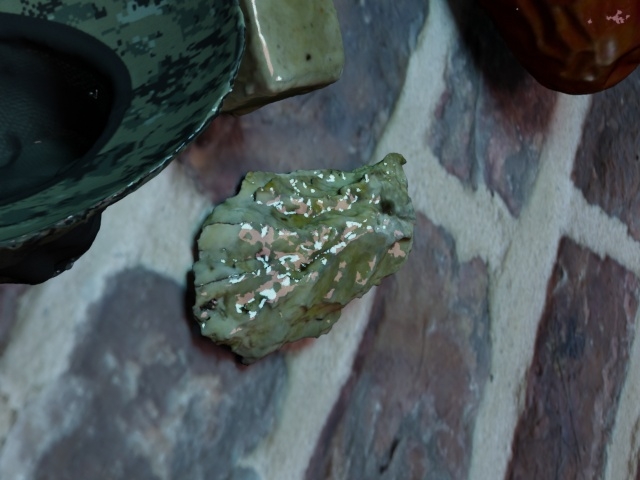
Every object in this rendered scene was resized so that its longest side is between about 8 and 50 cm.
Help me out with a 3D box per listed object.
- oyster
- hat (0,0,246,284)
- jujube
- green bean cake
[{"bbox_3d":[-0.001,0.009,0.678,0.209,0.072,0.132,-11,89,-46],"label":"oyster"},{"bbox_3d":[-0.164,-0.049,0.458,0.128,0.266,0.265,90,24,-53],"label":"hat"},{"bbox_3d":[0.211,-0.256,0.872,0.174,0.174,0.250,-46,119,-41],"label":"jujube"},{"bbox_3d":[-0.060,-0.172,0.611,0.085,0.109,0.179,-19,98,-46],"label":"green bean cake"}]
